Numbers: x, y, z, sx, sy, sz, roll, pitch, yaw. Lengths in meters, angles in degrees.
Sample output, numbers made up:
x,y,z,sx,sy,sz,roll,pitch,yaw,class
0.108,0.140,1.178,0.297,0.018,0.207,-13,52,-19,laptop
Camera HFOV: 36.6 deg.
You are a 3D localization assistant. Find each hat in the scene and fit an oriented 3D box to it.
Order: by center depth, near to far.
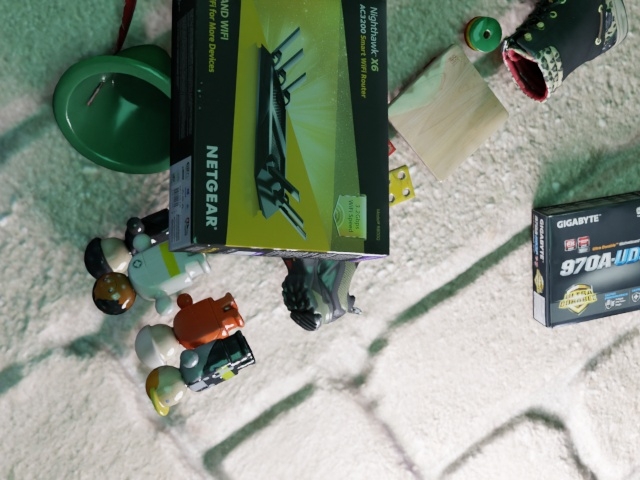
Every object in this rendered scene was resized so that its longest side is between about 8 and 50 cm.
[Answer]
x,y,z,sx,sy,sz,roll,pitch,yaw,class
-0.211,-0.212,1.175,0.172,0.184,0.208,26,136,-18,hat

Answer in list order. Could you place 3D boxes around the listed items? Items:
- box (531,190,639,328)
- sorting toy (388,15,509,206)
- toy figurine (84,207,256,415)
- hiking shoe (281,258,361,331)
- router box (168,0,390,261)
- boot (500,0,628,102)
x,y,z,sx,sy,sz,roll,pitch,yaw,class
0.421,0.025,1.440,0.220,0.051,0.175,-9,107,-16,box
0.156,-0.166,1.299,0.274,0.046,0.132,-44,113,-4,sorting toy
-0.186,0.080,1.164,0.148,0.209,0.213,-24,112,-3,toy figurine
0.000,0.000,1.284,0.114,0.086,0.227,-14,104,-40,hiking shoe
-0.043,-0.135,1.090,0.242,0.081,0.309,3,82,-29,router box
0.303,-0.317,1.266,0.178,0.085,0.236,-41,118,-22,boot
